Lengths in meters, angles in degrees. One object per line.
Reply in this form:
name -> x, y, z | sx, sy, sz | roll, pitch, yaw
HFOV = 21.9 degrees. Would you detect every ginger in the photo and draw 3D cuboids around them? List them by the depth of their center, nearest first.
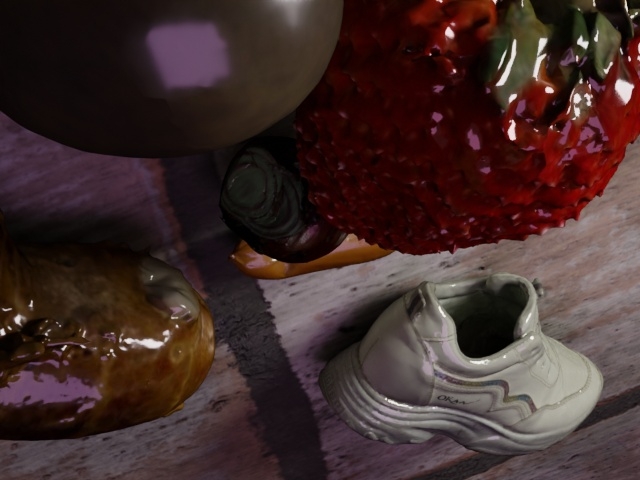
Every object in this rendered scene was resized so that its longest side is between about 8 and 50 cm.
ginger -> -0.258, 0.058, 1.344 | 0.418, 0.176, 0.254 | 5, 142, -28

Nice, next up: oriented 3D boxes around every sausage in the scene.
sausage -> 0.000, 0.000, 1.531 | 0.183, 0.054, 0.062 | -13, 112, -14

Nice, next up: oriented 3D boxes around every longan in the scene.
longan -> -0.101, -0.180, 1.020 | 0.300, 0.300, 0.243 | -28, 136, 5

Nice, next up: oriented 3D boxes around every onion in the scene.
onion -> -0.023, -0.037, 1.417 | 0.118, 0.117, 0.118 | -34, 166, -10

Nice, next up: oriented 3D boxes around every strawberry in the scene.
strawberry -> 0.121, -0.117, 1.266 | 0.312, 0.267, 0.351 | -30, 158, -33

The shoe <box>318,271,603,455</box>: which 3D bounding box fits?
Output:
shoe -> 0.188, 0.120, 1.735 | 0.342, 0.132, 0.210 | 6, 138, -32
